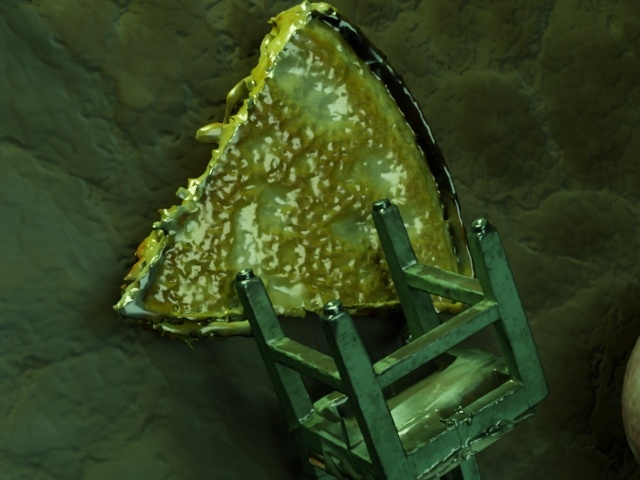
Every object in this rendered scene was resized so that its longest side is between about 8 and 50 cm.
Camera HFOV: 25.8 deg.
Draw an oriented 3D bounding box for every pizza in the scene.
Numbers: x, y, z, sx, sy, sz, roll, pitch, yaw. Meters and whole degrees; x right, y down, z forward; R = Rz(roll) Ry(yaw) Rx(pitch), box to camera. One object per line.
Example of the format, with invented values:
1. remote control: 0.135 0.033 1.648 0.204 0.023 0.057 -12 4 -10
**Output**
1. pizza: 0.000 0.000 1.015 0.251 0.074 0.287 41 69 -18

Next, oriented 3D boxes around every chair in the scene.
1. chair: 0.065 0.124 0.938 0.136 0.147 0.270 -27 111 -24

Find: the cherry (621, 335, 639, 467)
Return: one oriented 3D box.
1. cherry: 0.354 0.125 1.110 0.236 0.213 0.285 -23 118 -7
